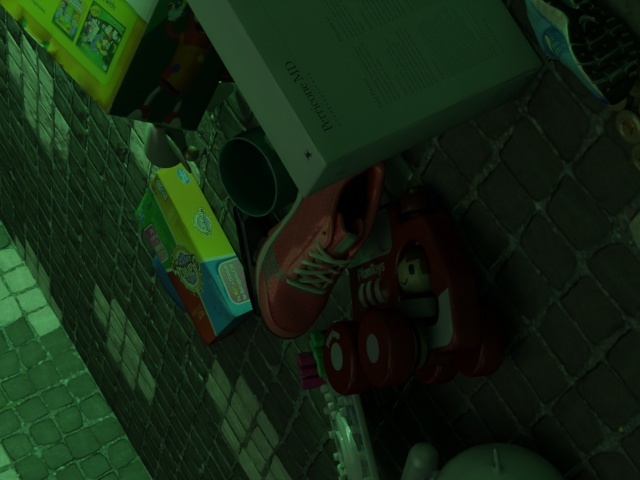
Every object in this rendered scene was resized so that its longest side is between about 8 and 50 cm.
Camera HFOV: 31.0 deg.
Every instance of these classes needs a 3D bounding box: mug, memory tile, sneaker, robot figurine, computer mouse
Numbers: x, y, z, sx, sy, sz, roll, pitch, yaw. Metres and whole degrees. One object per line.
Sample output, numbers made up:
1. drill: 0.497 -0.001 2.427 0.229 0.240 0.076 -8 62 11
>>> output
1. mug: -0.069 -0.113 1.747 0.158 0.097 0.129 -7 105 48
2. memory tile: 0.328 -0.105 1.105 0.148 0.012 0.113 63 155 2
3. sneaker: 0.252 -0.195 1.127 0.073 0.063 0.162 90 157 -62
4. robot figurine: 0.222 0.398 1.547 0.300 0.200 0.353 40 148 15
5. sneaker: 0.000 -0.001 1.542 0.314 0.116 0.136 -69 25 13
6. computer mouse: -0.098 -0.002 1.937 0.188 0.072 0.272 -126 25 -67

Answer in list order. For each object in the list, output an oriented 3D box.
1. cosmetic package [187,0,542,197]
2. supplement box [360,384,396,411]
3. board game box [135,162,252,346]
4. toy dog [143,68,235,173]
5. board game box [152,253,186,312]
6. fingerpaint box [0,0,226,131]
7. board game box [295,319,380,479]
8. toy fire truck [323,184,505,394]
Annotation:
1. cosmetic package: 0.016 -0.270 1.233 0.377 0.284 0.097 60 154 11
2. supplement box: 0.078 0.237 1.860 0.083 0.043 0.055 5 118 62
3. board game box: -0.243 0.031 2.259 0.316 0.064 0.242 61 155 8
4. toy dog: -0.195 -0.221 1.814 0.161 0.220 0.334 21 170 2
5. board game box: -0.305 0.081 2.463 0.133 0.033 0.169 56 159 7
6. fingerpaint box: -0.259 -0.421 1.575 0.445 0.163 0.371 42 113 38
7. board game box: 0.034 0.339 1.800 0.390 0.050 0.390 113 144 -78
8. toy fire truck: 0.111 0.066 1.529 0.302 0.169 0.254 151 113 -66
